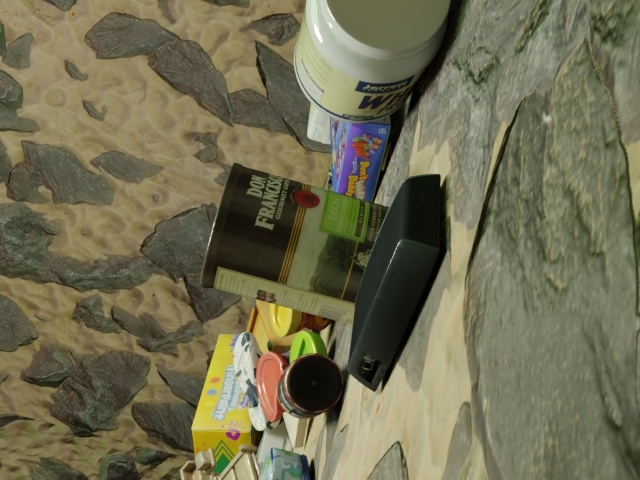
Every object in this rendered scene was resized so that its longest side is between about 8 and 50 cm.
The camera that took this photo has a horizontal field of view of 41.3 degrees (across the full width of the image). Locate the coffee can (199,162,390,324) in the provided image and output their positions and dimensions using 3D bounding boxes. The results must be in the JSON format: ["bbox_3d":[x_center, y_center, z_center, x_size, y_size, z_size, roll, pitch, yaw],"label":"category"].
[{"bbox_3d":[-0.031,0.010,1.336,0.201,0.275,0.202,-165,90,-86],"label":"coffee can"}]

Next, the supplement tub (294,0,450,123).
[{"bbox_3d":[0.082,-0.353,1.439,0.325,0.235,0.236,125,160,-78],"label":"supplement tub"}]

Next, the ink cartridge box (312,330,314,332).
[{"bbox_3d":[-0.030,0.199,2.281,0.097,0.046,0.207,-79,5,-55],"label":"ink cartridge box"}]

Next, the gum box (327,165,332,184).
[{"bbox_3d":[0.075,-0.246,2.375,0.188,0.062,0.107,111,173,-56],"label":"gum box"}]

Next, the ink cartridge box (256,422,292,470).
[{"bbox_3d":[-0.120,0.536,2.063,0.127,0.072,0.175,-78,5,-46],"label":"ink cartridge box"}]

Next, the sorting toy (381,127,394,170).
[{"bbox_3d":[0.133,-0.182,1.686,0.062,0.012,0.083,-106,31,-78],"label":"sorting toy"}]

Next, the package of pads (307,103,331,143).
[{"bbox_3d":[0.043,-0.415,2.184,0.297,0.101,0.229,-81,7,-45],"label":"package of pads"}]

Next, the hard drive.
[{"bbox_3d":[0.091,0.052,1.079,0.172,0.054,0.255,-79,6,-51],"label":"hard drive"}]

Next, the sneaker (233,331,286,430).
[{"bbox_3d":[-0.110,0.324,2.035,0.094,0.153,0.235,-32,74,52],"label":"sneaker"}]

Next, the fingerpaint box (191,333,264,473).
[{"bbox_3d":[-0.236,0.536,2.386,0.445,0.163,0.371,-83,-7,-63],"label":"fingerpaint box"}]

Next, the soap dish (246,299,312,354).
[{"bbox_3d":[-0.120,0.291,2.189,0.229,0.118,0.291,-116,34,-47],"label":"soap dish"}]

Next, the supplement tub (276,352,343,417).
[{"bbox_3d":[-0.023,0.263,1.513,0.198,0.106,0.106,120,165,-73],"label":"supplement tub"}]

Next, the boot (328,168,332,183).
[{"bbox_3d":[0.048,-0.115,2.230,0.198,0.076,0.137,-121,41,-86],"label":"boot"}]

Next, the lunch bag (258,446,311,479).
[{"bbox_3d":[-0.081,0.500,1.537,0.176,0.090,0.219,-167,92,-87],"label":"lunch bag"}]

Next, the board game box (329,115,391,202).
[{"bbox_3d":[0.076,-0.259,1.782,0.233,0.078,0.347,101,171,-45],"label":"board game box"}]

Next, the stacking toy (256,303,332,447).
[{"bbox_3d":[-0.022,0.271,1.846,0.279,0.130,0.309,50,133,53],"label":"stacking toy"}]

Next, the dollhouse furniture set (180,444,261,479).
[{"bbox_3d":[-0.141,0.551,1.891,0.355,0.173,0.303,-52,41,32],"label":"dollhouse furniture set"}]
